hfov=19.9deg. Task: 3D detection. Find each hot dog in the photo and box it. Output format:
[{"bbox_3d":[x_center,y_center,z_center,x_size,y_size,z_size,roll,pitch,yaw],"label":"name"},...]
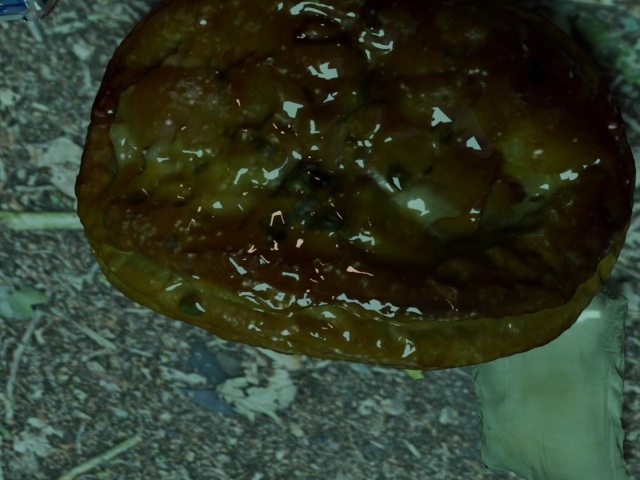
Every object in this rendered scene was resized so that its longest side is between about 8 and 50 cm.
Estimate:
[{"bbox_3d":[0.018,-0.047,1.243,0.388,0.266,0.174,9,173,12],"label":"hot dog"}]

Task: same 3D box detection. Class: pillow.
[{"bbox_3d":[0.182,0.115,1.449,0.128,0.051,0.229,8,131,21],"label":"pillow"}]

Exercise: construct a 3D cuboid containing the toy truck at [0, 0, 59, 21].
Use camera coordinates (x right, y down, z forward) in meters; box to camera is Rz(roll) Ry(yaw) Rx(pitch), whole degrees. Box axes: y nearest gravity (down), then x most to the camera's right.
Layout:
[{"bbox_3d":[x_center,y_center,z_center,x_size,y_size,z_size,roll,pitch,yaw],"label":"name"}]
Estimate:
[{"bbox_3d":[-0.237,-0.282,1.163,0.124,0.155,0.268,-2,129,20],"label":"toy truck"}]
